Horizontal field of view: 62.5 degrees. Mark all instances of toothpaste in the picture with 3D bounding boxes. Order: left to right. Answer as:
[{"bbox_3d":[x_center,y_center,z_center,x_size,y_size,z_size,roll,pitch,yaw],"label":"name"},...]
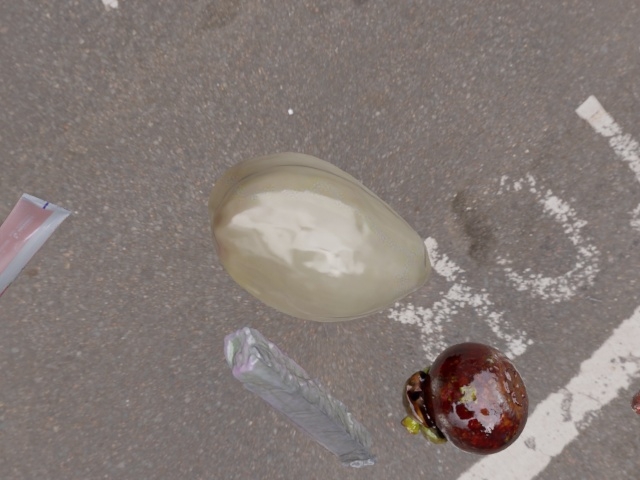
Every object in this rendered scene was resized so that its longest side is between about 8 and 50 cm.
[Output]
[{"bbox_3d":[-0.392,0.018,0.658,0.067,0.043,0.194,21,48,-7],"label":"toothpaste"}]

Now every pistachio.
[{"bbox_3d":[0.000,0.000,0.746,0.332,0.208,0.226,23,69,-7],"label":"pistachio"}]

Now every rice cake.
[{"bbox_3d":[-0.013,0.181,0.575,0.055,0.049,0.270,-28,127,16],"label":"rice cake"}]

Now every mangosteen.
[{"bbox_3d":[0.196,0.216,0.739,0.156,0.181,0.146,43,61,-17],"label":"mangosteen"}]

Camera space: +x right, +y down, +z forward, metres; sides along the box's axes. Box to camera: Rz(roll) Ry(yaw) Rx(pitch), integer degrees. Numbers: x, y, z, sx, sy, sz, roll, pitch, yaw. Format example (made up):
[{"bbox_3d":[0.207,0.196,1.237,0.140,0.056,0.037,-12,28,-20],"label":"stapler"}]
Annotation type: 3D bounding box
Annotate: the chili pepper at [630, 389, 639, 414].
[{"bbox_3d":[0.451,0.214,0.686,0.191,0.059,0.050,8,94,-38],"label":"chili pepper"}]
